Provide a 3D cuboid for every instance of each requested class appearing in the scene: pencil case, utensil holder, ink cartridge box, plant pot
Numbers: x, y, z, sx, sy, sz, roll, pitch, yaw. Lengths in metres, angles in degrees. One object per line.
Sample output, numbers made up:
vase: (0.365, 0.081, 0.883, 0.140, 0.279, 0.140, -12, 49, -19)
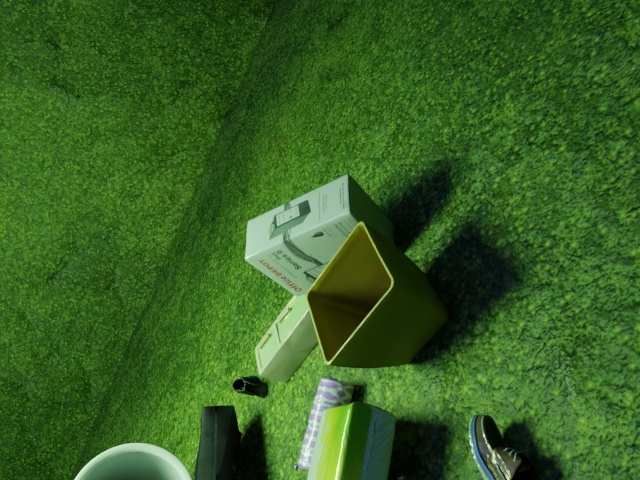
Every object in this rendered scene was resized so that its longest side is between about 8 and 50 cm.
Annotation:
pencil case: (0.014, 0.398, 1.208, 0.088, 0.087, 0.205, 103, -176, -75)
utensil holder: (-0.541, 0.784, 1.560, 0.385, 0.328, 0.327, 121, 156, -48)
ink cartridge box: (0.000, 0.000, 1.311, 0.289, 0.211, 0.121, -24, 47, 26)
plant pot: (0.120, 0.128, 1.110, 0.212, 0.187, 0.212, -54, 29, 21)

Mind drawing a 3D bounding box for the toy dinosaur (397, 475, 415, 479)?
toy dinosaur: (0.153, 0.463, 0.926, 0.268, 0.064, 0.118, -53, 45, 23)

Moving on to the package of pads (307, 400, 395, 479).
package of pads: (0.041, 0.453, 1.026, 0.229, 0.101, 0.296, 125, 160, -68)

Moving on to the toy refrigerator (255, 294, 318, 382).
toy refrigerator: (-0.066, 0.235, 1.460, 0.269, 0.094, 0.102, -55, 30, 22)

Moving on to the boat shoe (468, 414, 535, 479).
boat shoe: (0.275, 0.335, 0.815, 0.066, 0.066, 0.183, -41, 46, 32)

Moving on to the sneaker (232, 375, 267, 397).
sneaker: (-0.211, 0.406, 1.585, 0.170, 0.089, 0.051, -2, 67, 60)

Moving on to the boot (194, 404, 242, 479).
boot: (-0.274, 0.690, 1.397, 0.445, 0.146, 0.366, -110, 32, -61)
